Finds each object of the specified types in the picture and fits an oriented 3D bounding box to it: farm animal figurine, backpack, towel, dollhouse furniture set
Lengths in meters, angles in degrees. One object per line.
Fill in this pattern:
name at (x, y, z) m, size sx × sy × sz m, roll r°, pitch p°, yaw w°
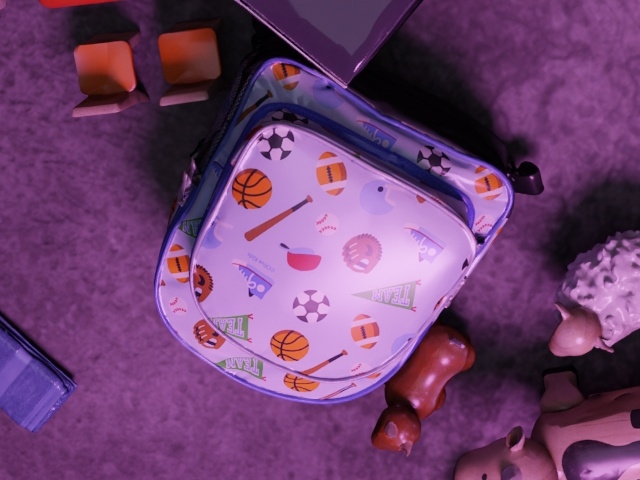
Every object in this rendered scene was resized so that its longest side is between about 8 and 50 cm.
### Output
farm animal figurine at (0.202, 0.198, 1.038) m, size 0.327 × 0.172 × 0.330 m, roll -28°, pitch 99°, yaw 14°
backpack at (0.000, 0.000, 1.009) m, size 0.276 × 0.213 × 0.263 m, roll 30°, pitch 118°, yaw -3°
towel at (-0.287, 0.117, 1.163) m, size 0.119 × 0.029 × 0.067 m, roll 42°, pitch 106°, yaw -4°
dollhouse furniture set at (-0.208, -0.227, 1.009) m, size 0.259 × 0.135 × 0.262 m, roll -6°, pitch 103°, yaw 9°

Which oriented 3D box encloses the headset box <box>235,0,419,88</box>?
headset box at (0.057, -0.252, 0.889) m, size 0.131 × 0.283 × 0.246 m, roll 39°, pitch 107°, yaw -3°
